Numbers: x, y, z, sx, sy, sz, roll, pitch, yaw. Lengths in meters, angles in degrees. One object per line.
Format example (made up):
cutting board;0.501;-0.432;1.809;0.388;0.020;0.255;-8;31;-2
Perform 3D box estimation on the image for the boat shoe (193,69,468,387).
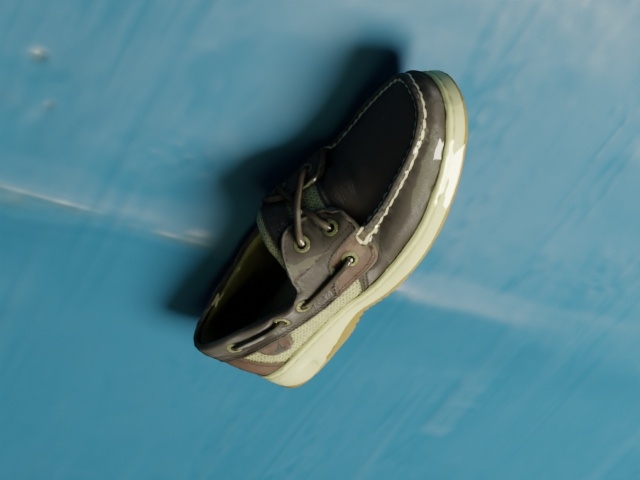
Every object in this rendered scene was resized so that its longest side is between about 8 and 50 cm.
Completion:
boat shoe;0.000;0.000;0.429;0.049;0.056;0.152;8;129;-31
